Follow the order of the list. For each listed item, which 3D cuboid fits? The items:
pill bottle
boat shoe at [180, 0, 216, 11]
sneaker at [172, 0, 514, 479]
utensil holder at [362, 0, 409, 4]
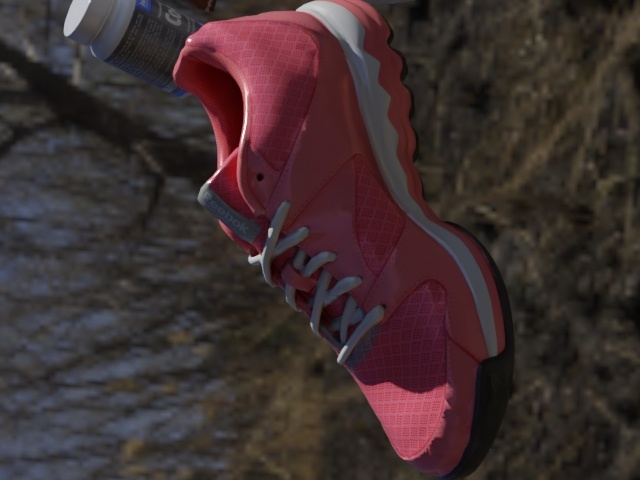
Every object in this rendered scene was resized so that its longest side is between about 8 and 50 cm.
[{"bbox_3d":[-0.177,-0.201,1.629,0.078,0.137,0.078,-43,33,38],"label":"pill bottle"},{"bbox_3d":[-0.009,-0.288,1.083,0.122,0.120,0.324,-88,22,-57],"label":"boat shoe"},{"bbox_3d":[0.000,0.000,0.941,0.116,0.136,0.314,-56,47,48],"label":"sneaker"},{"bbox_3d":[0.009,-0.409,1.387,0.385,0.327,0.327,39,-127,-62],"label":"utensil holder"}]
